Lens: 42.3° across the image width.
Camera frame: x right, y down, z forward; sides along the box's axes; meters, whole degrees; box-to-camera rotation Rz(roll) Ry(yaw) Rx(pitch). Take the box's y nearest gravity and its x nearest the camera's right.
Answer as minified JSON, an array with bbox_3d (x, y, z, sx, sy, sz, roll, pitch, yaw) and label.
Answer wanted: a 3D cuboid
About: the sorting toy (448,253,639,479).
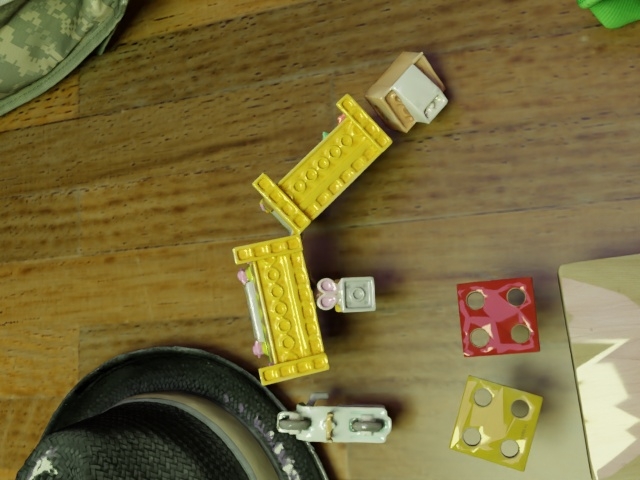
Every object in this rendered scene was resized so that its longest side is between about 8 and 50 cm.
[{"bbox_3d":[0.210,0.074,0.501,0.274,0.046,0.132,-9,80,9],"label":"sorting toy"}]

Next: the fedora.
[{"bbox_3d":[-0.140,0.244,0.591,0.334,0.152,0.334,-3,83,23],"label":"fedora"}]

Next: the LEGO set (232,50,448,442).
[{"bbox_3d":[0.000,0.000,0.607,0.132,0.107,0.287,11,83,-10],"label":"LEGO set"}]

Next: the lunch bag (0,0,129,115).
[{"bbox_3d":[-0.285,-0.256,0.706,0.287,0.169,0.235,-22,75,25],"label":"lunch bag"}]

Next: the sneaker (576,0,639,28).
[{"bbox_3d":[0.296,-0.102,0.464,0.343,0.134,0.146,47,110,31],"label":"sneaker"}]
